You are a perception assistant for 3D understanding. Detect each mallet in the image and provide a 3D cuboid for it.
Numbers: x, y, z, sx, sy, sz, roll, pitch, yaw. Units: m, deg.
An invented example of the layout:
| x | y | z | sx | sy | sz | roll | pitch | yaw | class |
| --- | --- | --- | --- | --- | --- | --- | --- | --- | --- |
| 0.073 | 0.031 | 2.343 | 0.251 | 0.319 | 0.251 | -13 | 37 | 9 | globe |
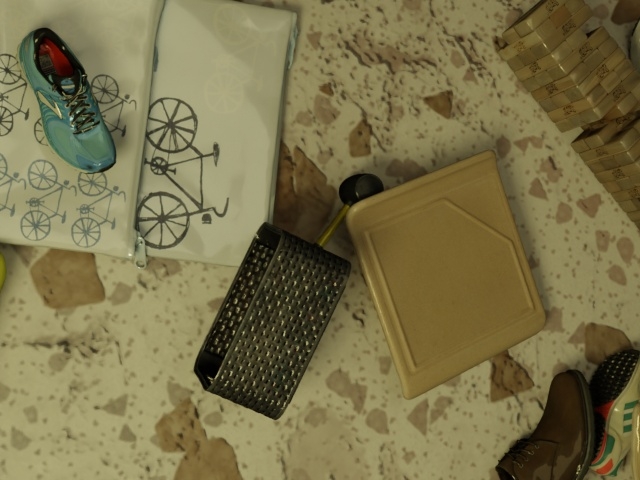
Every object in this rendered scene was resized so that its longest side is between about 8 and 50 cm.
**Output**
| x | y | z | sx | sy | sz | roll | pitch | yaw | class |
| --- | --- | --- | --- | --- | --- | --- | --- | --- | --- |
| 0.000 | 0.000 | 1.227 | 0.039 | 0.062 | 0.189 | 40 | 86 | -13 | mallet |

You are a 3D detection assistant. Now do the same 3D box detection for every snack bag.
| x | y | z | sx | sy | sz | roll | pitch | yaw | class |
| --- | --- | --- | --- | --- | --- | --- | --- | --- | --- |
| -0.192 | -0.132 | 1.167 | 0.343 | 0.037 | 0.323 | 9 | 79 | -20 | snack bag |

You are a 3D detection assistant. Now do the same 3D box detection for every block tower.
| x | y | z | sx | sy | sz | roll | pitch | yaw | class |
| --- | --- | --- | --- | --- | --- | --- | --- | --- | --- |
| 0.364 | -0.156 | 1.352 | 0.097 | 0.091 | 0.335 | -41 | 98 | -20 | block tower |

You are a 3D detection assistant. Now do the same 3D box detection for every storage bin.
| x | y | z | sx | sy | sz | roll | pitch | yaw | class |
| --- | --- | --- | --- | --- | --- | --- | --- | --- | --- |
| -0.052 | 0.082 | 1.126 | 0.084 | 0.122 | 0.180 | 25 | 90 | -16 | storage bin |

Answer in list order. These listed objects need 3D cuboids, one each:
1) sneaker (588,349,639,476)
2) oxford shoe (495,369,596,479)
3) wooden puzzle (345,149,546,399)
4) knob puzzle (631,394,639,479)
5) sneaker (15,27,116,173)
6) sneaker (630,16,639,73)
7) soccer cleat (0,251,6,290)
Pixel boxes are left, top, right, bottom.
| x | y | z | sx | sy | sz | roll | pitch | yaw | class |
| --- | --- | --- | --- | --- | --- | --- | --- | --- | --- |
| 0.367 | 0.215 | 1.328 | 0.075 | 0.057 | 0.161 | 38 | 69 | -30 | sneaker |
| 0.260 | 0.255 | 1.261 | 0.096 | 0.083 | 0.227 | 20 | 75 | -13 | oxford shoe |
| 0.147 | 0.037 | 1.253 | 0.221 | 0.044 | 0.238 | -22 | 101 | -28 | wooden puzzle |
| 0.410 | 0.239 | 1.314 | 0.213 | 0.030 | 0.213 | -6 | 98 | -50 | knob puzzle |
| -0.257 | -0.141 | 1.085 | 0.063 | 0.073 | 0.162 | -30 | 93 | -22 | sneaker |
| 0.493 | -0.198 | 1.373 | 0.094 | 0.153 | 0.234 | -13 | 87 | -23 | sneaker |
| -0.377 | 0.140 | 1.047 | 0.121 | 0.093 | 0.289 | 43 | 62 | -43 | soccer cleat |
